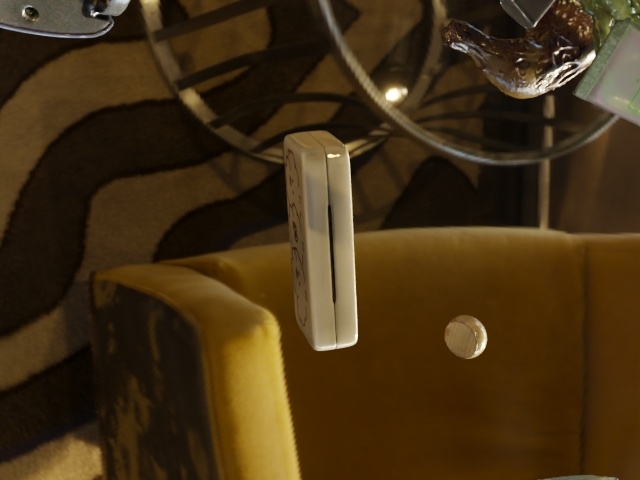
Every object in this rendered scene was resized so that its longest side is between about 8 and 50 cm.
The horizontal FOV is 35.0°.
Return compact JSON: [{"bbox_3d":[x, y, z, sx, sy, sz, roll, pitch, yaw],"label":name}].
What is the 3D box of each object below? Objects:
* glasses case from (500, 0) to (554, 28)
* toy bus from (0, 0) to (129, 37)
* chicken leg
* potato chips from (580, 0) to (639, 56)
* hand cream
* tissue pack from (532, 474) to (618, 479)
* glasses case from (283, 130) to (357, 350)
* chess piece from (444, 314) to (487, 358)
[{"bbox_3d":[0.365,-0.428,1.613,0.072,0.042,0.191,41,79,-8],"label":"glasses case"},{"bbox_3d":[-0.177,-0.292,0.681,0.125,0.133,0.292,4,118,-33],"label":"toy bus"},{"bbox_3d":[0.349,-0.322,1.665,0.322,0.083,0.177,-25,108,-17],"label":"chicken leg"},{"bbox_3d":[0.528,-0.363,1.343,0.097,0.373,0.389,-62,146,-46],"label":"potato chips"},{"bbox_3d":[0.385,-0.124,0.990,0.275,0.050,0.079,23,87,-12],"label":"hand cream"},{"bbox_3d":[0.112,0.397,1.125,0.405,0.331,0.205,-2,71,-38],"label":"tissue pack"},{"bbox_3d":[0.000,0.000,1.629,0.076,0.144,0.336,-8,109,-13],"label":"glasses case"},{"bbox_3d":[0.273,0.182,1.916,0.038,0.083,0.084,-26,106,-43],"label":"chess piece"}]
